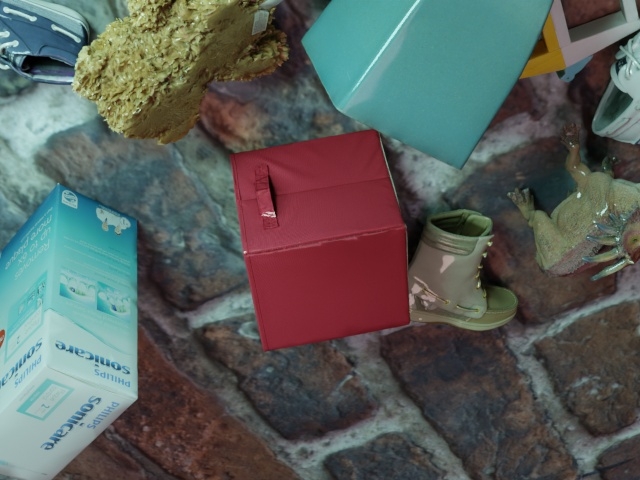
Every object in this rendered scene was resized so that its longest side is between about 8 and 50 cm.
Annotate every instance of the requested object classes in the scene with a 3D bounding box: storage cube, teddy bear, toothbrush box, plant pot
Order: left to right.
[{"bbox_3d":[-0.332,0.115,1.322,0.126,0.295,0.216,26,127,-32],"label":"toothbrush box"},{"bbox_3d":[-0.112,-0.250,1.104,0.245,0.113,0.338,-9,147,-44],"label":"teddy bear"},{"bbox_3d":[0.000,0.000,1.345,0.193,0.184,0.215,-10,136,-2],"label":"storage cube"},{"bbox_3d":[0.125,-0.232,1.098,0.165,0.166,0.234,22,117,-29],"label":"plant pot"}]

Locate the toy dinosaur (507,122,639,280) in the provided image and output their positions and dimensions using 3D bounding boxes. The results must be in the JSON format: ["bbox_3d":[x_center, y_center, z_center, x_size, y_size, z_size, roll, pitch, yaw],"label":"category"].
[{"bbox_3d":[0.340,-0.010,1.368,0.127,0.200,0.296,6,148,-22],"label":"toy dinosaur"}]

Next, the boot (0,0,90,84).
[{"bbox_3d":[-0.336,-0.219,1.122,0.190,0.086,0.069,8,134,-19],"label":"boot"}]

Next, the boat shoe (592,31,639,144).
[{"bbox_3d":[0.385,-0.197,1.258,0.084,0.095,0.258,1,146,-3],"label":"boat shoe"}]

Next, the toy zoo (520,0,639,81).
[{"bbox_3d":[0.248,-0.286,1.201,0.192,0.030,0.293,-19,136,10],"label":"toy zoo"}]

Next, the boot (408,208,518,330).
[{"bbox_3d":[0.212,0.040,1.501,0.213,0.077,0.165,6,124,-26],"label":"boot"}]
